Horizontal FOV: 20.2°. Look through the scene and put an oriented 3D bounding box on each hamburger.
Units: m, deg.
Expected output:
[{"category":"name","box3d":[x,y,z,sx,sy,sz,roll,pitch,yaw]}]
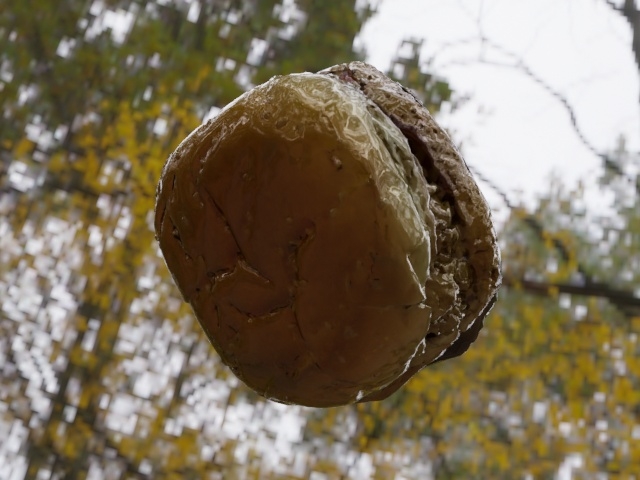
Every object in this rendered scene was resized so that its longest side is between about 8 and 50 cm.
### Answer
[{"category":"hamburger","box3d":[0.000,0.000,1.215,0.244,0.163,0.244,12,-69,34]}]
